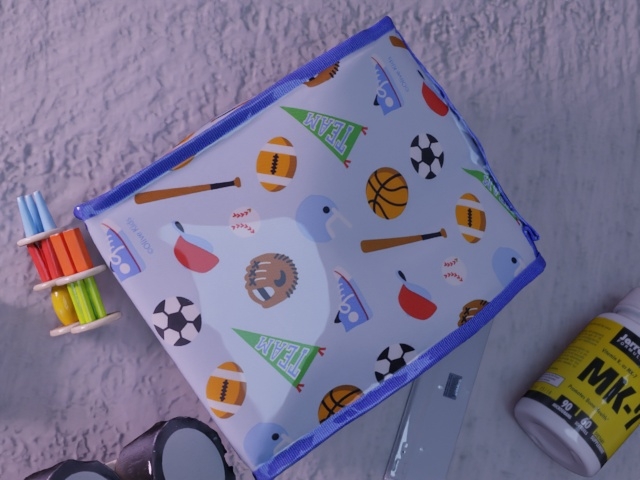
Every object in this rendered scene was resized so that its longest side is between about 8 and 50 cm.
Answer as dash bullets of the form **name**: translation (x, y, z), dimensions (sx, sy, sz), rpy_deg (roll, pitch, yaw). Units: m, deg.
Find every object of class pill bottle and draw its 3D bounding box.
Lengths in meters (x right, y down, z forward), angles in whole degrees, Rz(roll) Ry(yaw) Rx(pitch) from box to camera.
- **pill bottle**: translation (0.333, 0.160, 1.342), dimensions (0.208, 0.119, 0.119), rpy_deg (-45, 100, -14)

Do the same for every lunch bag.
- **lunch bag**: translation (0.000, 0.000, 1.193), dimensions (0.385, 0.239, 0.327), rpy_deg (-35, 96, -8)

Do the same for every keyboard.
- **keyboard**: translation (0.143, 0.165, 1.343), dimensions (0.072, 0.014, 0.256), rpy_deg (21, 82, -20)

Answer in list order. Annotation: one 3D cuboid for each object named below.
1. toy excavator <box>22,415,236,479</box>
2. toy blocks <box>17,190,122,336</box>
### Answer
- **toy excavator**: translation (-0.130, 0.404, 1.115), dimensions (0.433, 0.222, 0.445), rpy_deg (-14, 80, -57)
- **toy blocks**: translation (-0.260, 0.018, 1.172), dimensions (0.054, 0.123, 0.148), rpy_deg (-21, 94, -31)
